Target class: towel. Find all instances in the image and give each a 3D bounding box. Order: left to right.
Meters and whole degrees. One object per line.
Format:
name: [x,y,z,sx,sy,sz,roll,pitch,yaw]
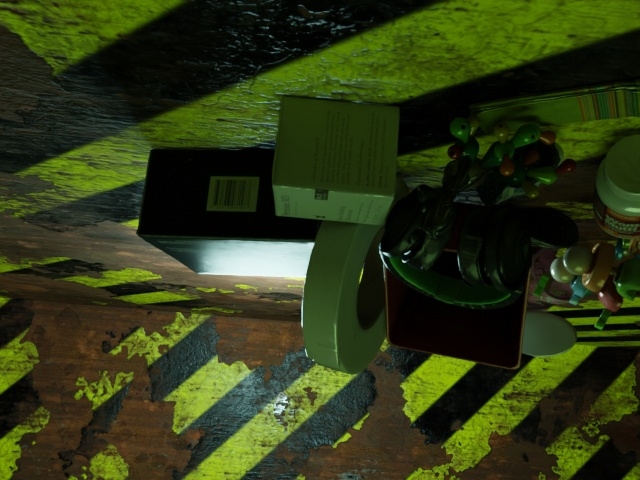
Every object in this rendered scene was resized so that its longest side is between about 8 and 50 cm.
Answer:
towel: [0.346,-0.188,0.994,0.237,0.021,0.102,-3,163,28]

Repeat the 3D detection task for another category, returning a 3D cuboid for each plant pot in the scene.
plant pot: [0.290,0.060,1.367,0.267,0.235,0.267,8,127,20]

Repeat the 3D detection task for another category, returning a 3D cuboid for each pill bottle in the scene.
pill bottle: [0.521,-0.087,1.131,0.121,0.121,0.221,-1,164,20]

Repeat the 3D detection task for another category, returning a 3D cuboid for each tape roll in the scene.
tape roll: [0.081,0.063,1.301,0.072,0.391,0.392,14,170,23]

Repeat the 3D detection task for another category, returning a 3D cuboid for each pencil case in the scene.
pencil case: [0.595,0.125,1.851,0.167,0.160,0.386,-27,166,-7]

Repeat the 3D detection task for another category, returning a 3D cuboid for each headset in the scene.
headset: [0.201,0.015,1.055,0.244,0.185,0.394,17,151,17]

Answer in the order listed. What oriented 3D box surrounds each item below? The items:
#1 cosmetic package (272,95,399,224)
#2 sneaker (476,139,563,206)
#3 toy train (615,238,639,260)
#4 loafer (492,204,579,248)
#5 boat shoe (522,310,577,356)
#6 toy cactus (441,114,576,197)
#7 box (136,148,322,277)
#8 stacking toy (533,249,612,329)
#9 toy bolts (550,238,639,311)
cosmetic package: [0.022,-0.122,1.078,0.184,0.151,0.151,5,164,0]
sneaker: [0.350,-0.124,1.167,0.081,0.080,0.211,-14,172,-20]
toy train: [0.729,0.003,1.484,0.143,0.105,0.248,13,169,20]
loafer: [0.448,-0.031,1.474,0.220,0.080,0.078,14,169,-1]
boat shoe: [0.539,0.240,1.867,0.341,0.127,0.158,-1,-174,33]
toy cactus: [0.263,-0.113,1.038,0.219,0.112,0.180,9,153,-32]
box: [-0.137,-0.045,1.368,0.343,0.178,0.312,2,164,10]
stacking toy: [0.603,0.097,1.567,0.167,0.221,0.052,28,141,19]
toy bolts: [0.586,0.032,1.426,0.159,0.218,0.228,20,158,11]
